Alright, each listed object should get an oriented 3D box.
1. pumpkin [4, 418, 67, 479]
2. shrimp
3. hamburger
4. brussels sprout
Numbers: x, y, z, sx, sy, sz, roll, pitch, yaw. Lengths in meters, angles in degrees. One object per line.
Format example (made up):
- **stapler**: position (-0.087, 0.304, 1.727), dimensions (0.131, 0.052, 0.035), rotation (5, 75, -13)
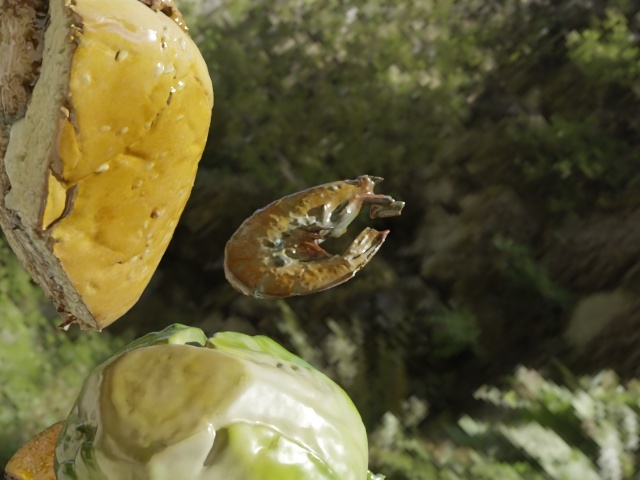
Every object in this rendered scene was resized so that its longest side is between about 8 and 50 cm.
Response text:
- **pumpkin**: position (-0.185, 0.249, 1.749), dimensions (0.278, 0.111, 0.163), rotation (25, 7, -3)
- **shrimp**: position (0.000, 0.002, 1.506), dimensions (0.132, 0.187, 0.051), rotation (48, -18, 36)
- **hamburger**: position (-0.179, -0.075, 1.217), dimensions (0.155, 0.245, 0.282), rotation (46, -2, 40)
- **brussels sprout**: position (-0.090, 0.187, 1.323), dimensions (0.259, 0.227, 0.294), rotation (8, -29, 15)
